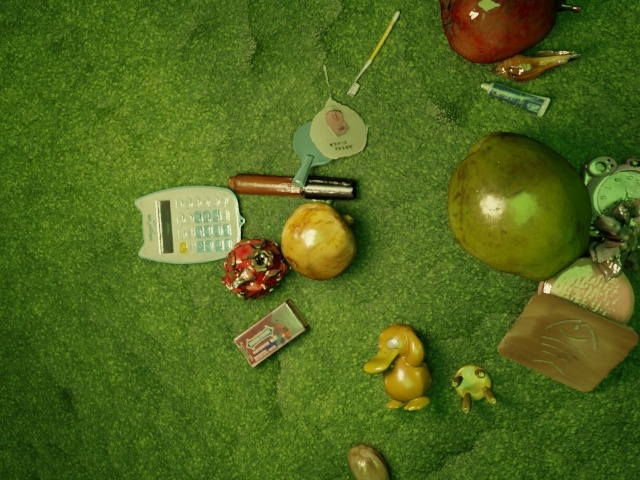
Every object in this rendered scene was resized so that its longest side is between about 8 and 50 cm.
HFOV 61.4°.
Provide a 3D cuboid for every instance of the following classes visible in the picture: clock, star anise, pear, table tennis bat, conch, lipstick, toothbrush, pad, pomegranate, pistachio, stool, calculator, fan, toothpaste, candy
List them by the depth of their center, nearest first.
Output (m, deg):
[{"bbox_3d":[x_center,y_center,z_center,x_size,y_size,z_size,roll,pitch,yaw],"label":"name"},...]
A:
[{"bbox_3d":[0.778,-0.008,1.393,0.229,0.093,0.236,28,96,-30],"label":"star anise"},{"bbox_3d":[0.524,-0.091,1.439,0.352,0.352,0.413,-39,81,12],"label":"pear"},{"bbox_3d":[0.844,-0.113,1.481,0.248,0.090,0.227,6,95,11],"label":"clock"},{"bbox_3d":[0.677,0.287,1.495,0.287,0.018,0.284,23,132,10],"label":"pad"},{"bbox_3d":[0.735,0.158,1.513,0.255,0.094,0.255,1,93,13],"label":"candy"},{"bbox_3d":[0.601,-0.491,1.520,0.233,0.086,0.080,-1,127,14],"label":"conch"},{"bbox_3d":[0.560,-0.417,1.560,0.197,0.035,0.057,23,113,10],"label":"toothpaste"},{"bbox_3d":[0.450,0.431,1.584,0.135,0.110,0.134,22,98,12],"label":"stool"},{"bbox_3d":[0.000,0.000,1.606,0.248,0.248,0.248,1,93,13],"label":"pomegranate"},{"bbox_3d":[0.166,-0.570,1.650,0.024,0.021,0.288,31,99,-1],"label":"toothbrush"},{"bbox_3d":[-0.024,-0.268,1.662,0.149,0.038,0.237,21,73,4],"label":"table tennis bat"},{"bbox_3d":[0.042,-0.404,1.670,0.182,0.010,0.310,-12,82,-8],"label":"fan"},{"bbox_3d":[0.155,0.720,1.671,0.126,0.108,0.185,-32,93,36],"label":"pistachio"},{"bbox_3d":[-0.093,-0.171,1.699,0.418,0.077,0.077,5,94,14],"label":"lipstick"},{"bbox_3d":[-0.429,-0.052,1.788,0.386,0.054,0.256,-3,92,16],"label":"calculator"}]

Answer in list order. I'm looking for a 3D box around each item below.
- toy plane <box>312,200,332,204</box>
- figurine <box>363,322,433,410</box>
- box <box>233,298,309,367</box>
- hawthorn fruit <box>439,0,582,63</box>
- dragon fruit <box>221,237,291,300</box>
[{"bbox_3d":[0.008,-0.106,1.700,0.083,0.033,0.080,-39,95,11],"label":"toy plane"},{"bbox_3d":[0.243,0.378,1.610,0.215,0.215,0.228,-34,99,12],"label":"figurine"},{"bbox_3d":[-0.158,0.300,1.740,0.224,0.069,0.120,-39,83,11],"label":"box"},{"bbox_3d":[0.477,-0.634,1.441,0.325,0.308,0.308,-33,85,3],"label":"hawthorn fruit"},{"bbox_3d":[-0.200,0.082,1.656,0.192,0.274,0.193,-2,64,-22],"label":"dragon fruit"}]
